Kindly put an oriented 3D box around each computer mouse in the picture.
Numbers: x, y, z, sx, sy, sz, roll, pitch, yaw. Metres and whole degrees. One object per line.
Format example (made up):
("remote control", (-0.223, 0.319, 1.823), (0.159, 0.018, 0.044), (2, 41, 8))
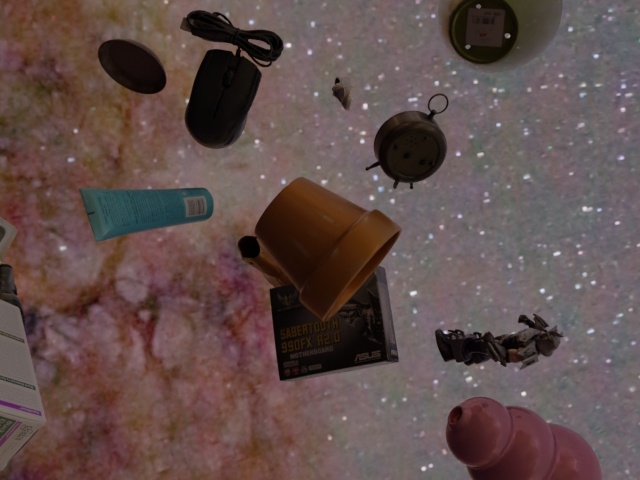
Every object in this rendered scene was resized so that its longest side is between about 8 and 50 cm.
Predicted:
("computer mouse", (-0.192, -0.280, 1.509), (0.072, 0.189, 0.272), (-79, -173, -55))

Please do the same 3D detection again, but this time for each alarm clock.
("alarm clock", (0.175, -0.184, 1.466), (0.192, 0.129, 0.064), (-61, -155, 23))

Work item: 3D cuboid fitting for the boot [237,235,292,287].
("boot", (-0.069, 0.089, 1.850), (0.104, 0.211, 0.295), (-56, -143, -5))

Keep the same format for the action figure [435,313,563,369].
("action figure", (0.384, 0.216, 1.686), (0.285, 0.185, 0.099), (-15, -96, 48))

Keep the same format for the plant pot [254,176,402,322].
("plant pot", (0.000, 0.000, 1.340), (0.188, 0.205, 0.205), (40, -40, 9))

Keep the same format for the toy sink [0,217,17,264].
("toy sink", (-0.854, -0.008, 1.962), (0.234, 0.153, 0.131), (-7, -126, 42))

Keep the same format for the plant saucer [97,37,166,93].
("plant saucer", (-0.428, -0.406, 1.845), (0.168, 0.168, 0.029), (-44, -157, 56))

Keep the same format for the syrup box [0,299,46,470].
("syrup box", (-0.447, 0.176, 1.056), (0.093, 0.096, 0.237), (-47, -137, 11))

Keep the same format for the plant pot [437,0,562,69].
("plant pot", (0.360, -0.468, 1.690), (0.275, 0.293, 0.274), (7, -66, 17))

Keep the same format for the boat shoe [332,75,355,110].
("boat shoe", (0.063, -0.420, 2.257), (0.184, 0.063, 0.066), (-85, -171, -54))

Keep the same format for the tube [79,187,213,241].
("tube", (-0.251, -0.046, 1.179), (0.052, 0.207, 0.080), (-37, -109, 39))

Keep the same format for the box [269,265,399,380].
("box", (0.022, 0.158, 1.511), (0.231, 0.056, 0.183), (-14, -106, 24))

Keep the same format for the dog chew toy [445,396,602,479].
("dog chew toy", (0.368, 0.404, 1.497), (0.206, 0.332, 0.206), (-44, -158, 23))

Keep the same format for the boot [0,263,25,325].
("boot", (-0.622, 0.114, 1.560), (0.246, 0.084, 0.161), (125, -41, -56))
